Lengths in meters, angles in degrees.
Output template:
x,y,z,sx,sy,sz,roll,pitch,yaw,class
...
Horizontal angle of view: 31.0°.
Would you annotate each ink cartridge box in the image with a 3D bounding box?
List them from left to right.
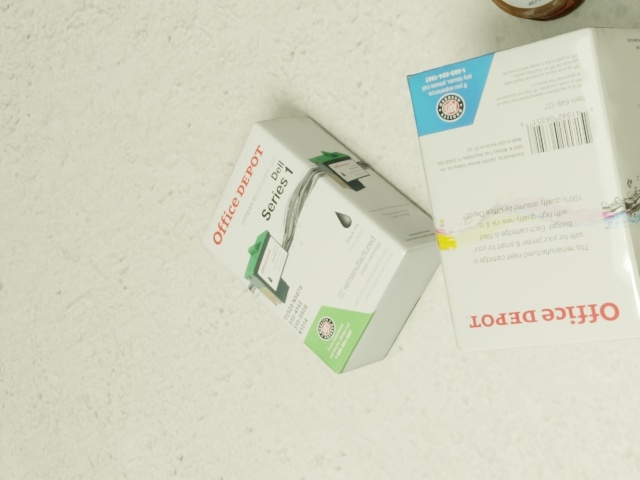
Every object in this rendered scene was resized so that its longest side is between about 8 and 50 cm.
x,y,z,sx,sy,sz,roll,pitch,yaw,class
0.000,0.000,1.156,0.219,0.092,0.160,41,120,26,ink cartridge box
0.202,-0.040,0.936,0.171,0.168,0.233,-8,92,40,ink cartridge box

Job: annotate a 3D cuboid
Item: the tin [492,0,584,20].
x,y,z,sx,sy,sz,roll,pitch,yaw,class
0.177,-0.285,1.003,0.106,0.040,0.190,-21,84,35,tin
